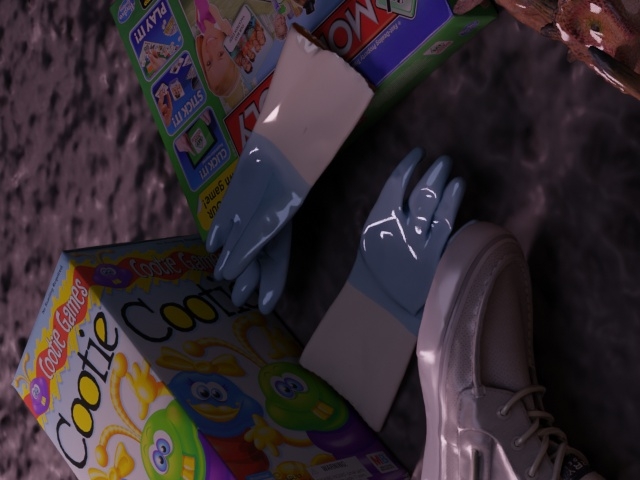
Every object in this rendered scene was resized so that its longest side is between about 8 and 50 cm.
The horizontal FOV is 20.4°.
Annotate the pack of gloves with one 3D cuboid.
[{"bbox_3d":[0.000,0.000,1.231,0.195,0.046,0.232,42,131,22],"label":"pack of gloves"}]

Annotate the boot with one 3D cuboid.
[{"bbox_3d":[0.131,0.122,1.122,0.123,0.095,0.258,20,119,39],"label":"boot"}]

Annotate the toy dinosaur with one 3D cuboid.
[{"bbox_3d":[0.145,-0.145,0.968,0.296,0.200,0.127,22,112,48],"label":"toy dinosaur"}]

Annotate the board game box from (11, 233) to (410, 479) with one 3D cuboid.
[{"bbox_3d":[-0.089,0.139,1.322,0.275,0.142,0.144,48,128,33],"label":"board game box"}]

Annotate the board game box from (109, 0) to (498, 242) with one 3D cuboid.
[{"bbox_3d":[-0.025,-0.165,1.280,0.317,0.046,0.213,-40,65,44],"label":"board game box"}]
